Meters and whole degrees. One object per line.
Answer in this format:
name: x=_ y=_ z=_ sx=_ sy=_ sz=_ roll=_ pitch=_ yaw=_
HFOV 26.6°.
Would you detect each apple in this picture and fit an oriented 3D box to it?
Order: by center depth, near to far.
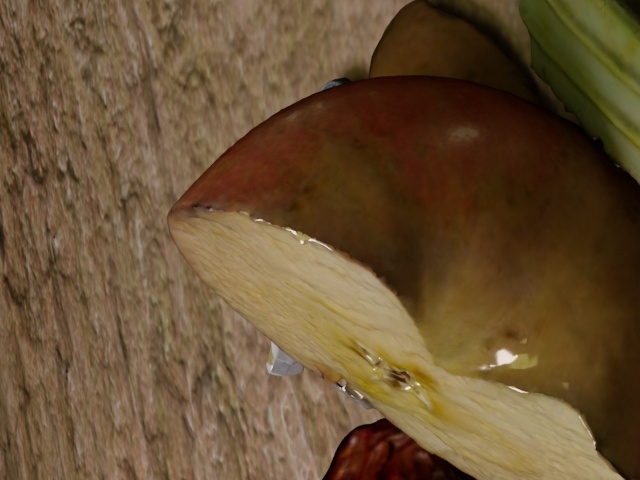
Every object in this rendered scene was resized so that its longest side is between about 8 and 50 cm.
apple: x=0.081 y=0.012 z=0.736 sx=0.293 sy=0.163 sz=0.251 roll=37 pitch=165 yaw=-5

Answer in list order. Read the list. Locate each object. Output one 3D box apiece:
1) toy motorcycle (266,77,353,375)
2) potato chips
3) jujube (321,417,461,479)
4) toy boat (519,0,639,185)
toy motorcycle: x=0.000 y=0.000 z=1.006 sx=0.151 sy=0.074 sz=0.229 roll=55 pitch=131 yaw=47
potato chips: x=0.079 y=-0.068 z=0.882 sx=0.202 sy=0.049 sz=0.150 roll=63 pitch=142 yaw=36
jujube: x=0.040 y=0.239 z=0.913 sx=0.168 sy=0.168 sz=0.237 roll=-10 pitch=69 yaw=60
toy boat: x=0.179 y=-0.084 z=0.643 sx=0.276 sy=0.111 sz=0.084 roll=56 pitch=146 yaw=37
